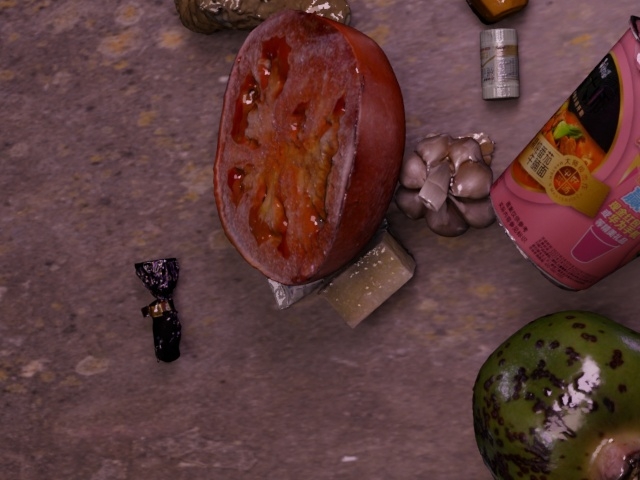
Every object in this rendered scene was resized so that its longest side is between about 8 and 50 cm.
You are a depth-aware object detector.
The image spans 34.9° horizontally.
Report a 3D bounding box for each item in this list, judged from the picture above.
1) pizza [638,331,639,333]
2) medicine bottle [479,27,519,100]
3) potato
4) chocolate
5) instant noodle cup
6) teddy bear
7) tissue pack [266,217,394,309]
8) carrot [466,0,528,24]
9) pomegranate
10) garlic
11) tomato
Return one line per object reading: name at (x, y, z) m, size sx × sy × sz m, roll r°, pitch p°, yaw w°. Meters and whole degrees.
pizza at (0.462, 0.125, 1.178) m, size 0.176 × 0.036 × 0.185 m, roll -7°, pitch 93°, yaw 24°
medicine bottle at (0.219, -0.214, 1.246) m, size 0.047 × 0.047 × 0.083 m, roll -2°, pitch 93°, yaw 22°
potato at (0.061, 0.048, 1.308) m, size 0.122 × 0.061 × 0.086 m, roll -41°, pitch 101°, yaw 20°
chocolate at (-0.227, 0.098, 1.440) m, size 0.070 × 0.072 × 0.147 m, roll -3°, pitch 87°, yaw 25°
instant noodle cup at (0.332, -0.078, 1.129) m, size 0.255 × 0.244 × 0.244 m, roll -44°, pitch 78°, yaw 27°
teddy bear at (-0.089, -0.389, 1.304) m, size 0.267 × 0.156 × 0.256 m, roll 9°, pitch 95°, yaw 23°
tissue pack at (0.000, 0.000, 1.362) m, size 0.193 × 0.026 × 0.123 m, roll -26°, pitch 84°, yaw 22°
carrot at (0.194, -0.349, 1.229) m, size 0.082 × 0.082 × 0.173 m, roll -24°, pitch 88°, yaw 22°
pomegranate at (0.299, 0.209, 1.136) m, size 0.254 × 0.270 × 0.254 m, roll -4°, pitch 110°, yaw -11°
garlic at (0.153, -0.058, 1.215) m, size 0.131 × 0.194 × 0.127 m, roll 12°, pitch 108°, yaw 7°
tomato at (0.001, -0.114, 1.252) m, size 0.338 × 0.143 × 0.339 m, roll -6°, pitch 82°, yaw 53°
